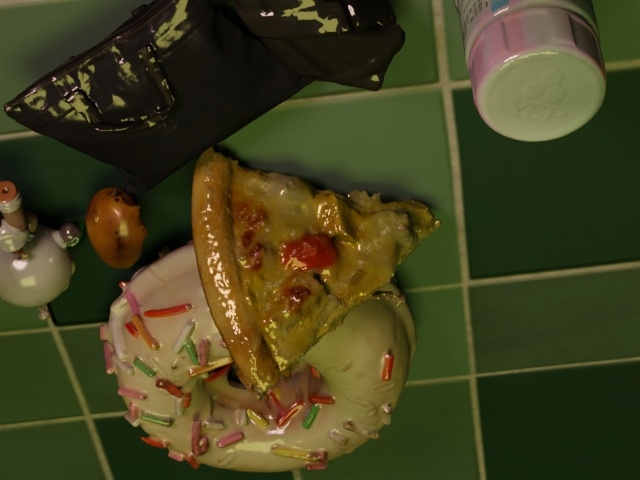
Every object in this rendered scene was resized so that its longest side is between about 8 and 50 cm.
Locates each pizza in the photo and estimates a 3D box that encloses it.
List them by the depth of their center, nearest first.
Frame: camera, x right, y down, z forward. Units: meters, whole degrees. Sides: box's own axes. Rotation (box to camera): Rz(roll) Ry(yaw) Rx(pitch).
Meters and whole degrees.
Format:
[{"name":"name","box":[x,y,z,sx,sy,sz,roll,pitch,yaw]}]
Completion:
[{"name":"pizza","box":[0.000,0.000,1.871,0.288,0.280,0.075,-20,174,-18]}]

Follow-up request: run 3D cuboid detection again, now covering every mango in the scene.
[{"name":"mango","box":[-0.227,-0.011,1.900,0.063,0.077,0.127,-21,154,-15]}]

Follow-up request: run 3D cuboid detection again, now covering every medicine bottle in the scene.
[{"name":"medicine bottle","box":[0.203,-0.193,1.656,0.135,0.168,0.135,-1,138,-1]}]

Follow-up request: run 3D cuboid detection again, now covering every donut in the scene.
[{"name":"donut","box":[-0.071,0.143,2.027,0.383,0.142,0.382,-2,136,-1]}]

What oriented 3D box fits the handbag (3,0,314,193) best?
[{"name":"handbag","box":[-0.165,-0.151,1.744,0.254,0.088,0.211,-29,141,22]}]

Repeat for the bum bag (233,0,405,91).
[{"name":"bum bag","box":[-0.023,-0.254,1.643,0.142,0.079,0.326,-25,131,21]}]

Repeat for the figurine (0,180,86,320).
[{"name":"figurine","box":[-0.334,0.003,1.898,0.147,0.093,0.197,-14,133,0]}]
